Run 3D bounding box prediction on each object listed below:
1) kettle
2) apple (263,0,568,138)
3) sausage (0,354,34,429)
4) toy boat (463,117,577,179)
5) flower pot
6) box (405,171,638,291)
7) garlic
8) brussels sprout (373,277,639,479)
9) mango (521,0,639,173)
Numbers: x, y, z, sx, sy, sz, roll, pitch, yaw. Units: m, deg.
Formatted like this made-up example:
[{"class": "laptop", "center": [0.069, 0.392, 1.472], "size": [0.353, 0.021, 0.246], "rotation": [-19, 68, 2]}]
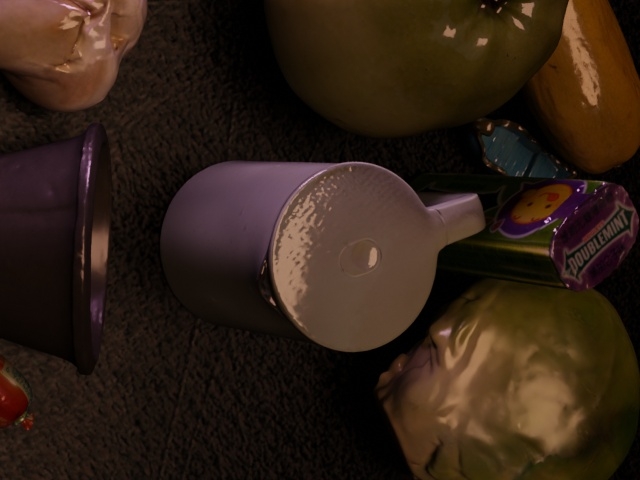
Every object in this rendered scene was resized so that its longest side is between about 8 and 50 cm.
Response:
[{"class": "kettle", "center": [-0.006, 0.014, 1.437], "size": [0.265, 0.318, 0.205], "rotation": [15, 84, -26]}, {"class": "apple", "center": [0.108, -0.288, 1.482], "size": [0.357, 0.357, 0.357], "rotation": [-1, 93, -27]}, {"class": "sausage", "center": [-0.403, 0.117, 1.374], "size": [0.264, 0.083, 0.083], "rotation": [47, 73, -22]}, {"class": "toy boat", "center": [0.262, -0.111, 1.700], "size": [0.185, 0.077, 0.075], "rotation": [33, 79, -24]}, {"class": "flower pot", "center": [-0.309, 0.005, 1.347], "size": [0.166, 0.269, 0.269], "rotation": [4, 91, -4]}, {"class": "box", "center": [0.209, -0.014, 1.529], "size": [0.134, 0.345, 0.097], "rotation": [-42, 114, -23]}, {"class": "garlic", "center": [-0.274, -0.278, 1.357], "size": [0.184, 0.203, 0.281], "rotation": [-10, 93, -45]}, {"class": "brussels sprout", "center": [0.235, 0.191, 1.606], "size": [0.344, 0.268, 0.344], "rotation": [0, 89, -12]}, {"class": "mango", "center": [0.333, -0.246, 1.682], "size": [0.195, 0.142, 0.332], "rotation": [-34, 109, -60]}]
